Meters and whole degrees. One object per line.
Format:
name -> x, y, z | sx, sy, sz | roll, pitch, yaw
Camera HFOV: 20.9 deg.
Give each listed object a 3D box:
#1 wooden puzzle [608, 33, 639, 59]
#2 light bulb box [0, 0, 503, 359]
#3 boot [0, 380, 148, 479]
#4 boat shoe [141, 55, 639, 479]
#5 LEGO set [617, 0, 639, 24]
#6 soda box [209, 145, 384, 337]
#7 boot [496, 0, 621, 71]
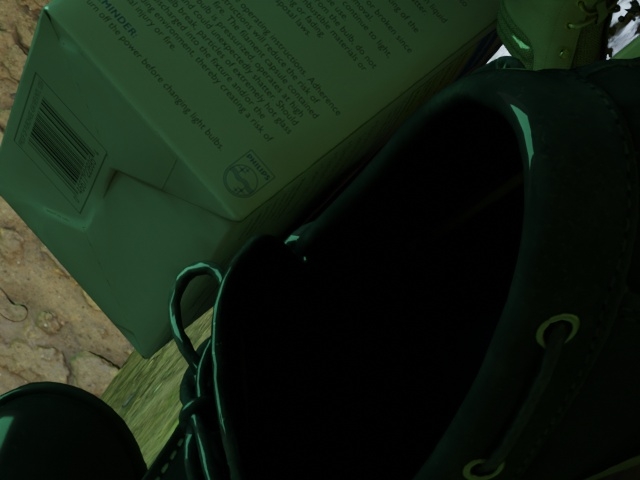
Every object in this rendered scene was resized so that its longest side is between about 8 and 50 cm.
wooden puzzle -> 0.207, -0.097, 0.960 | 0.221, 0.044, 0.239 | -40, 6, 30
light bulb box -> -0.053, -0.131, 1.467 | 0.361, 0.225, 0.358 | -39, -5, -27
boot -> -0.175, 0.273, 0.881 | 0.445, 0.146, 0.367 | -166, 86, -87
boat shoe -> 0.011, 0.072, 0.737 | 0.500, 0.156, 0.187 | -41, 50, 49
LEGO set -> 0.252, -0.186, 1.309 | 0.054, 0.023, 0.083 | -50, -7, 1
soda box -> 0.007, 0.033, 1.473 | 0.263, 0.092, 0.083 | -44, 7, 49
boot -> 0.204, -0.178, 1.247 | 0.077, 0.213, 0.165 | -23, -48, -28
